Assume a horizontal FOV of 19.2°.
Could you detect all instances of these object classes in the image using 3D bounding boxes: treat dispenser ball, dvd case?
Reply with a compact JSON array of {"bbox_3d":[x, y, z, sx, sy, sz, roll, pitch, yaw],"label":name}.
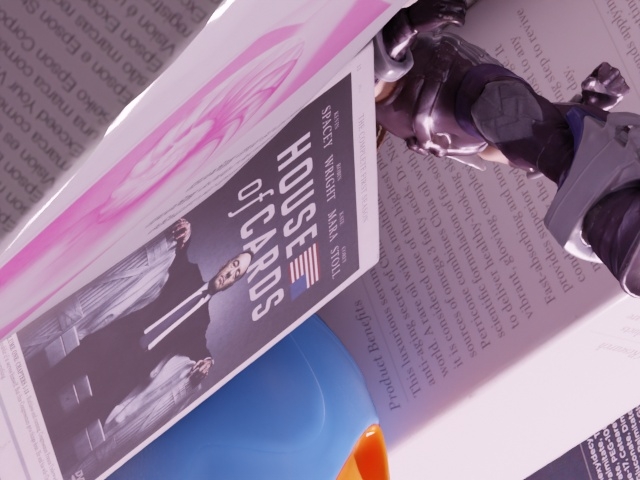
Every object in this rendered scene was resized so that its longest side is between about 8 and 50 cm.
[{"bbox_3d":[-0.103,0.144,1.080,0.288,0.288,0.288,-33,173,-5],"label":"treat dispenser ball"},{"bbox_3d":[-0.067,0.021,0.883,0.239,0.029,0.179,-37,151,-21],"label":"dvd case"}]

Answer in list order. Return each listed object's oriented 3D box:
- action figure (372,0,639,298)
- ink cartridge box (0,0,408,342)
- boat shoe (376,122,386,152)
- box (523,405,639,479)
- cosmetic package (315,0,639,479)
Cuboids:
[{"bbox_3d":[0.104,-0.062,0.939,0.185,0.285,0.099,9,104,-42],"label":"action figure"},{"bbox_3d":[-0.058,-0.044,0.591,0.330,0.071,0.324,-45,179,24],"label":"ink cartridge box"},{"bbox_3d":[-0.038,-0.039,1.013,0.207,0.073,0.073,-29,173,-35],"label":"boat shoe"},{"bbox_3d":[0.127,0.195,1.746,0.472,0.297,0.480,-30,-160,-35],"label":"box"},{"bbox_3d":[0.150,-0.020,1.193,0.453,0.230,0.161,-37,147,30],"label":"cosmetic package"}]
